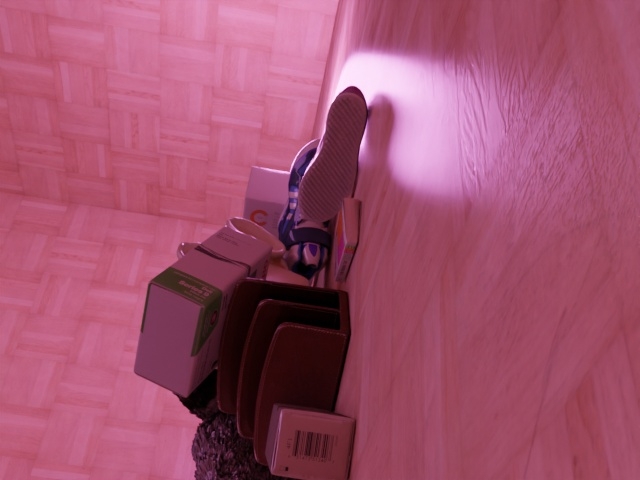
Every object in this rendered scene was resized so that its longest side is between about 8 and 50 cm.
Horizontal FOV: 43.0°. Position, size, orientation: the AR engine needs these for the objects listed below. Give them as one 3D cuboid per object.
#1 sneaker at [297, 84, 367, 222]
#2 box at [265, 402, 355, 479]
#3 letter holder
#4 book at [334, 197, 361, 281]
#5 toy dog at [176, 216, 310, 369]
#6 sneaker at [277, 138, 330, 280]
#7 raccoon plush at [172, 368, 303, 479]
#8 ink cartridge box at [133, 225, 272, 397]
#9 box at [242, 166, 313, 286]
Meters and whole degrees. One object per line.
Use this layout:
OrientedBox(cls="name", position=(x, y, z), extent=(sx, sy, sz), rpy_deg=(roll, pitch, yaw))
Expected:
OrientedBox(cls="sneaker", position=(0.034, -0.180, 1.661), extent=(0.161, 0.102, 0.282), rpy_deg=(-83, 13, -67))
OrientedBox(cls="box", position=(-0.022, 0.306, 1.250), extent=(0.275, 0.113, 0.094), rpy_deg=(127, 152, -79))
OrientedBox(cls="letter holder", position=(-0.081, 0.238, 1.452), extent=(0.152, 0.215, 0.301), rpy_deg=(-90, 10, -65))
OrientedBox(cls="book", position=(0.046, 0.001, 1.504), extent=(0.144, 0.035, 0.096), rpy_deg=(105, 170, -58))
OrientedBox(cls="toy dog", position=(-0.192, 0.208, 1.912), extent=(0.407, 0.396, 0.284), rpy_deg=(-67, -8, 28))
OrientedBox(cls="sneaker", position=(-0.012, -0.051, 1.938), extent=(0.236, 0.130, 0.322), rpy_deg=(-107, 32, -46))
OrientedBox(cls="raccoon plush", position=(-0.226, 0.463, 1.574), extent=(0.216, 0.446, 0.299), rpy_deg=(-48, 3, 36))
OrientedBox(cls="ink cartridge box", position=(-0.217, 0.126, 1.553), extent=(0.289, 0.122, 0.211), rpy_deg=(-45, -27, -58))
OrientedBox(cls="box", position=(-0.112, -0.003, 2.235), extent=(0.168, 0.215, 0.345), rpy_deg=(-87, 7, -54))
